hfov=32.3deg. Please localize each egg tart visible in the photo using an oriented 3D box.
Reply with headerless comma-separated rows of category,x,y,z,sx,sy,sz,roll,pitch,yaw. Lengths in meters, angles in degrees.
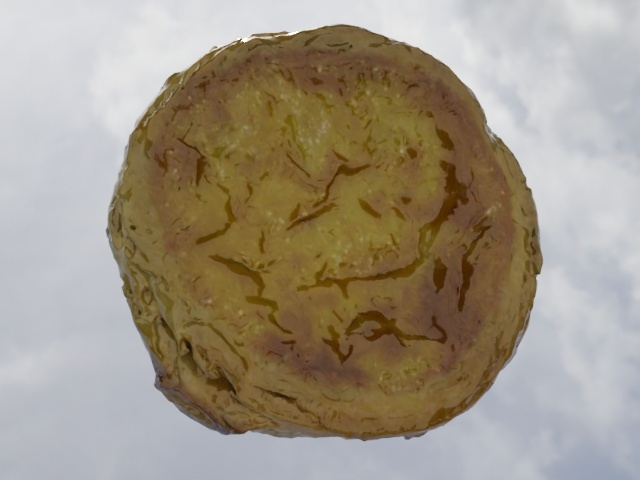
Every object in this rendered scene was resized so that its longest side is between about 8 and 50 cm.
egg tart,0.000,-0.004,0.834,0.341,0.129,0.341,5,-109,-14
